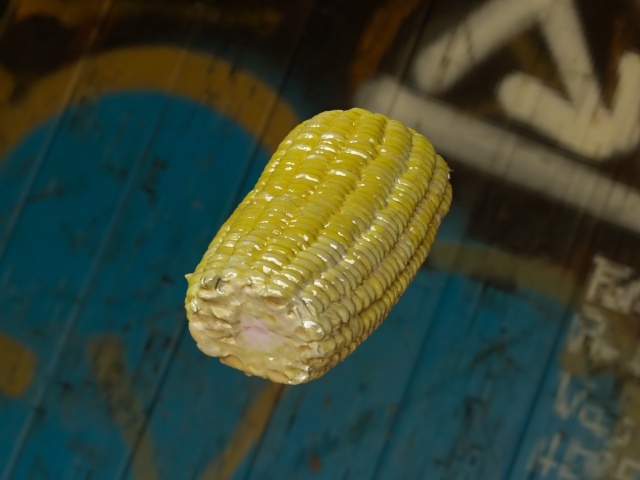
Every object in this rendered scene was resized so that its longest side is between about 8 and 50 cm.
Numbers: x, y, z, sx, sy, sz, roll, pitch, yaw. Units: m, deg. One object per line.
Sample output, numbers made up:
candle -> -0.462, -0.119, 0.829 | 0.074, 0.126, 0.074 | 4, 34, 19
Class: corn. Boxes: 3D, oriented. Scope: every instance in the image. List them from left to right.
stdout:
corn -> 0.000, 0.000, 0.743 | 0.085, 0.165, 0.063 | 31, -54, 5
